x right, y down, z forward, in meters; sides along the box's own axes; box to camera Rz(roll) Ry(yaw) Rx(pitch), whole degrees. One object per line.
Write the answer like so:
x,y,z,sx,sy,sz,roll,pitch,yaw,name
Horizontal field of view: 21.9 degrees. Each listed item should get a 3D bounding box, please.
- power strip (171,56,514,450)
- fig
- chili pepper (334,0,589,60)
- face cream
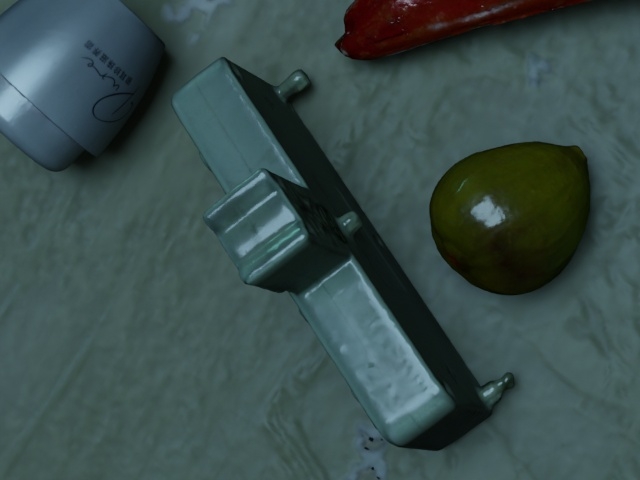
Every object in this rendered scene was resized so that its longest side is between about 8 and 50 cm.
0.000,0.000,0.803,0.061,0.145,0.215,-39,72,13,power strip
0.097,-0.015,0.811,0.088,0.074,0.074,-35,70,-16,fig
0.080,-0.134,0.842,0.169,0.065,0.088,-23,59,21,chili pepper
-0.139,-0.093,0.898,0.091,0.091,0.095,43,89,21,face cream
